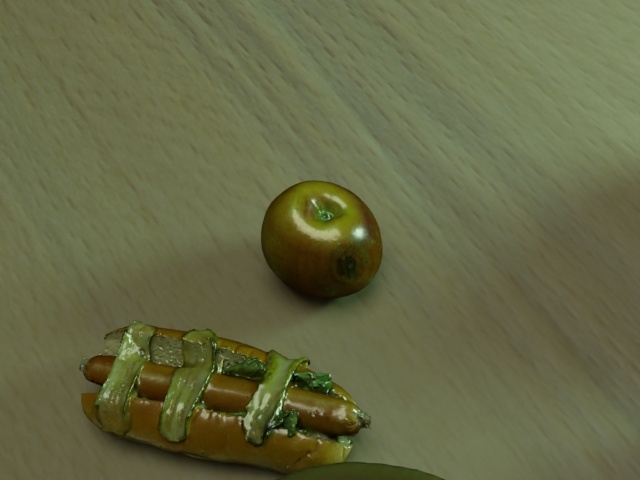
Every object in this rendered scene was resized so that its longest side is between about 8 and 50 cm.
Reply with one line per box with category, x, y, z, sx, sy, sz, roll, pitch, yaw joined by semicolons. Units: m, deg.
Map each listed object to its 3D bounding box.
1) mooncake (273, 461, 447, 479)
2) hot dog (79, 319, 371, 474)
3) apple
mooncake;0.030;0.298;0.627;0.285;0.155;0.284;-9;50;11
hot dog;-0.084;0.134;0.819;0.270;0.072;0.109;8;59;15
apple;0.000;0.000;0.881;0.099;0.102;0.114;-40;60;-21
